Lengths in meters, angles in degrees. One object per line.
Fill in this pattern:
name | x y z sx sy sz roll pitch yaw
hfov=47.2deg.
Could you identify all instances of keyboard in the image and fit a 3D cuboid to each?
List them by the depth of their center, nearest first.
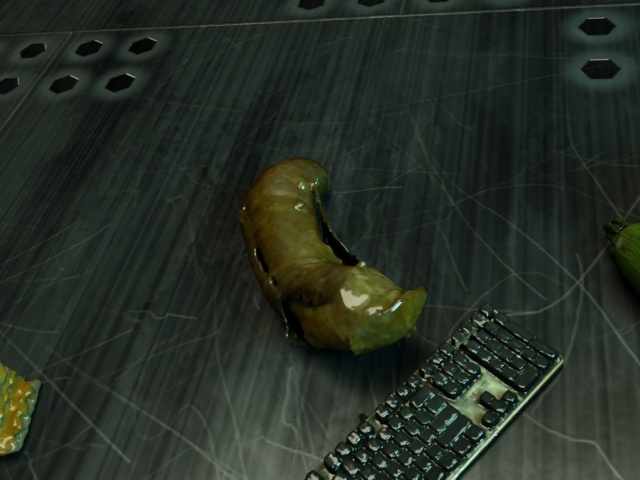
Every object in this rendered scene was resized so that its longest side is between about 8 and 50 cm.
keyboard | 0.074 0.174 0.630 0.317 0.027 0.106 -40 52 -22

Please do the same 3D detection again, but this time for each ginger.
ginger | -0.010 0.010 0.751 0.133 0.107 0.309 -35 44 0

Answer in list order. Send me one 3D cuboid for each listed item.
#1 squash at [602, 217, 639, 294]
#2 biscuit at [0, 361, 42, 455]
squash | 0.355 0.069 0.627 0.080 0.071 0.318 -29 48 -17
biscuit | -0.477 0.186 0.731 0.378 0.054 0.094 -7 47 7
